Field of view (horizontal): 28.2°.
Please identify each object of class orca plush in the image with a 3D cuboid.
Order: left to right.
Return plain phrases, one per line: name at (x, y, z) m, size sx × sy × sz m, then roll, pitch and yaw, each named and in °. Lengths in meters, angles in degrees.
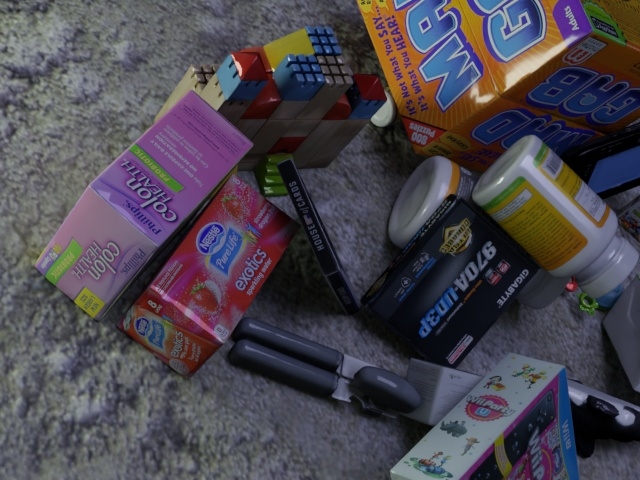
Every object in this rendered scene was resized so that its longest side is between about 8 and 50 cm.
orca plush at (0.437, 0.293, 2.036) m, size 0.287 × 0.102 × 0.151 m, roll 18°, pitch 7°, yaw -36°

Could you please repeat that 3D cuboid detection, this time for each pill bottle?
pill bottle at (0.139, -0.235, 2.179) m, size 0.116 × 0.065 × 0.065 m, roll -19°, pitch 72°, yaw -41°
pill bottle at (0.262, -0.007, 2.043) m, size 0.278 × 0.162 × 0.162 m, roll 27°, pitch 49°, yaw -16°
pill bottle at (0.359, -0.030, 1.925) m, size 0.245 × 0.136 × 0.136 m, roll 43°, pitch 47°, yaw -7°

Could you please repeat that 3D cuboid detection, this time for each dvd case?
dvd case at (0.000, 0.000, 1.842) m, size 0.029 × 0.239 × 0.179 m, roll -24°, pitch 71°, yaw 1°

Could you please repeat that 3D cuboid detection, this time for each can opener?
can opener at (0.009, 0.177, 1.809) m, size 0.280 × 0.093 × 0.074 m, roll 21°, pitch 52°, yaw -15°

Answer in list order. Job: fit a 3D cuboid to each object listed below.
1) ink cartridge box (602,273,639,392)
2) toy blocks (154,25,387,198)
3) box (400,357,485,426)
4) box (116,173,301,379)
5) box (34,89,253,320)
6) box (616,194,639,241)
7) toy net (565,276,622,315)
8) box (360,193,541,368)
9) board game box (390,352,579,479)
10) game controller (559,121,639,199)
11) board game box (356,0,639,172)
ink cartridge box at (0.672, 0.210, 2.144) m, size 0.353 × 0.119 × 0.207 m, roll 23°, pitch 26°, yaw -17°
toy blocks at (-0.058, -0.212, 1.899) m, size 0.381 × 0.261 × 0.191 m, roll -4°, pitch 63°, yaw -36°
box at (0.185, 0.229, 1.858) m, size 0.102 × 0.101 × 0.087 m, roll 17°, pitch 86°, yaw -25°
box at (-0.151, 0.047, 1.760) m, size 0.128 × 0.122 × 0.257 m, roll 38°, pitch 47°, yaw -6°
box at (-0.236, -0.048, 1.705) m, size 0.117 × 0.213 × 0.243 m, roll 41°, pitch 48°, yaw -4°
box at (0.655, -0.008, 2.336) m, size 0.207 × 0.114 × 0.036 m, roll 41°, pitch 47°, yaw -3°
toy net at (0.434, 0.024, 2.221) m, size 0.122 × 0.045 × 0.232 m, roll -22°, pitch 71°, yaw -27°
box at (0.195, 0.067, 1.927) m, size 0.175 × 0.051 × 0.220 m, roll 41°, pitch 90°, yaw -12°
board game box at (0.237, 0.331, 1.762) m, size 0.303 × 0.097 × 0.224 m, roll -38°, pitch 127°, yaw -40°
game controller at (0.526, -0.139, 2.207) m, size 0.319 × 0.166 × 0.067 m, roll -20°, pitch 66°, yaw -22°
board game box at (0.335, -0.353, 2.132) m, size 0.356 × 0.356 × 0.356 m, roll 9°, pitch 55°, yaw -48°
